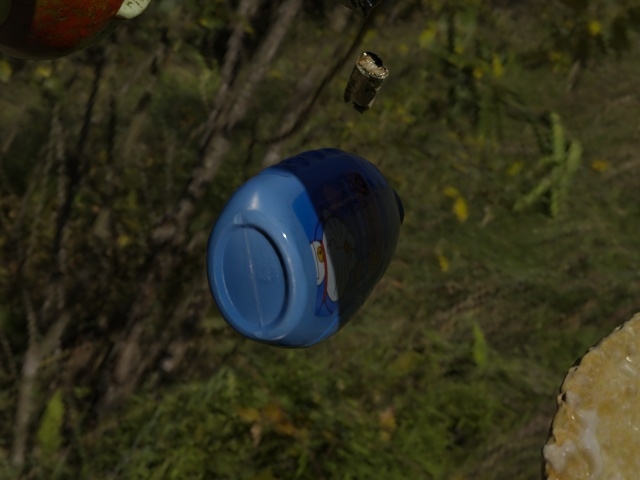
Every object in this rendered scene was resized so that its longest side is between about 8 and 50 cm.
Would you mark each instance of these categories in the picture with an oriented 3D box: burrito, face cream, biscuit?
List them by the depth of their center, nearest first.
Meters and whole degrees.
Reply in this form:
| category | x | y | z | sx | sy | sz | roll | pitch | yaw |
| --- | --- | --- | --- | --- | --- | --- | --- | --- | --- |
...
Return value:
| category | x | y | z | sx | sy | sz | roll | pitch | yaw |
| --- | --- | --- | --- | --- | --- | --- | --- | --- | --- |
| biscuit | 0.219 | 0.147 | 0.774 | 0.220 | 0.220 | 0.033 | 29 | -21 | -21 |
| face cream | 0.000 | 0.000 | 1.070 | 0.083 | 0.149 | 0.264 | -3 | 12 | 24 |
| burrito | 0.061 | -0.216 | 1.779 | 0.055 | 0.041 | 0.149 | 53 | -15 | 8 |

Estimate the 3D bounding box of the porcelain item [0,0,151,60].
| category | x | y | z | sx | sy | sz | roll | pitch | yaw |
| --- | --- | --- | --- | --- | --- | --- | --- | --- | --- |
| porcelain item | -0.284 | -0.324 | 1.391 | 0.253 | 0.253 | 0.253 | 29 | 0 | 0 |

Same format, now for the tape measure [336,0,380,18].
| category | x | y | z | sx | sy | sz | roll | pitch | yaw |
| --- | --- | --- | --- | --- | --- | --- | --- | --- | --- |
| tape measure | 0.031 | -0.320 | 1.177 | 0.223 | 0.202 | 0.135 | 41 | -5 | 42 |
